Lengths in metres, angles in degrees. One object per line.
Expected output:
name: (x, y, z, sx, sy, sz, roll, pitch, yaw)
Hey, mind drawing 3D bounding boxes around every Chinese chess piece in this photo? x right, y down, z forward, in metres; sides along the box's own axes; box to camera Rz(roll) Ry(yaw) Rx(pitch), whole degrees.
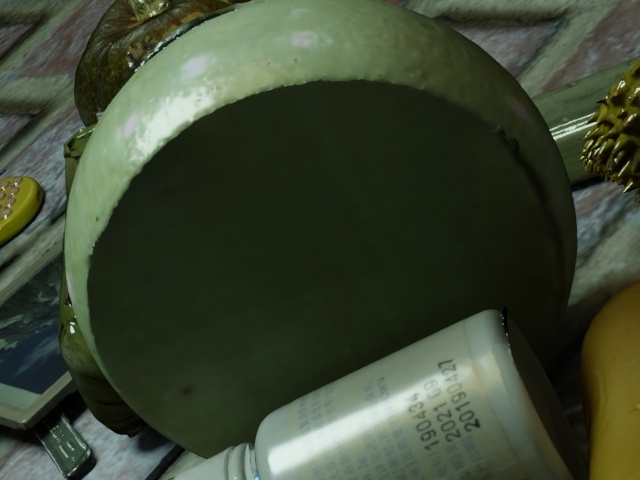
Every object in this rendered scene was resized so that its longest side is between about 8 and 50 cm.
Chinese chess piece: (0.000, 0.000, 1.257, 0.349, 0.349, 0.146, -27, 32, 11)

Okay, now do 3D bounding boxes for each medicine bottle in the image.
medicine bottle: (0.033, 0.157, 1.193, 0.258, 0.143, 0.143, -25, 29, 12)

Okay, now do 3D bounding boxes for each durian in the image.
durian: (0.279, -0.107, 1.344, 0.182, 0.165, 0.132, -15, 31, 0)

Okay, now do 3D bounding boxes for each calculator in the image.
calculator: (-0.413, -0.006, 2.033, 0.234, 0.032, 0.146, -22, 29, 16)

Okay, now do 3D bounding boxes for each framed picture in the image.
framed picture: (-0.236, 0.068, 1.702, 0.209, 0.019, 0.281, 8, 42, 43)

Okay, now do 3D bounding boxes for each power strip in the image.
power strip: (0.230, -0.094, 1.487, 0.387, 0.066, 0.092, -20, 28, 27)

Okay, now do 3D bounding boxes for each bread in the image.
bread: (0.224, 0.125, 1.113, 0.142, 0.091, 0.305, -18, 31, 15)

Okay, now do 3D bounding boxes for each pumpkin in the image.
pumpkin: (-0.146, -0.209, 1.918, 0.260, 0.189, 0.260, -25, 27, 14)

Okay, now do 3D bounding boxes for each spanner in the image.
spanner: (-0.266, 0.140, 1.653, 0.093, 0.026, 0.325, -35, 29, -10)

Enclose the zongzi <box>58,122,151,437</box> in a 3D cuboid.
zongzi: (-0.043, 0.001, 1.554, 0.360, 0.160, 0.323, -12, 43, 4)
